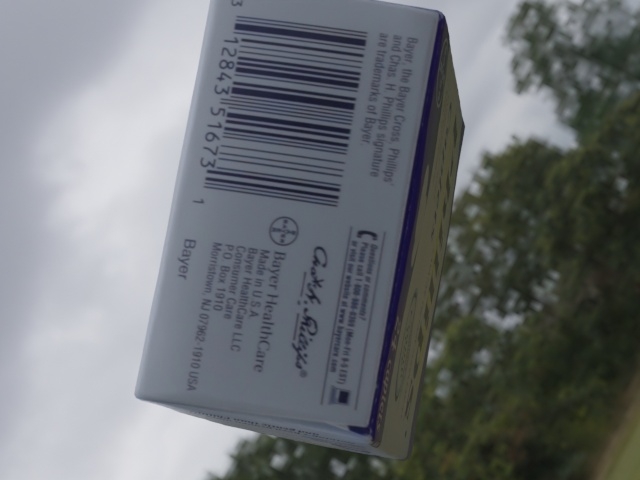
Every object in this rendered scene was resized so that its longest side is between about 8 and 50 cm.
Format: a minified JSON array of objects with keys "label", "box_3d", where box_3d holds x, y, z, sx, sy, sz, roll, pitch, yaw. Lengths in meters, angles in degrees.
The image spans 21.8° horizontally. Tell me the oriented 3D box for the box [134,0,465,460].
[{"label":"box","box_3d":[0.000,0.000,0.525,0.137,0.072,0.126,53,-133,-79]}]
